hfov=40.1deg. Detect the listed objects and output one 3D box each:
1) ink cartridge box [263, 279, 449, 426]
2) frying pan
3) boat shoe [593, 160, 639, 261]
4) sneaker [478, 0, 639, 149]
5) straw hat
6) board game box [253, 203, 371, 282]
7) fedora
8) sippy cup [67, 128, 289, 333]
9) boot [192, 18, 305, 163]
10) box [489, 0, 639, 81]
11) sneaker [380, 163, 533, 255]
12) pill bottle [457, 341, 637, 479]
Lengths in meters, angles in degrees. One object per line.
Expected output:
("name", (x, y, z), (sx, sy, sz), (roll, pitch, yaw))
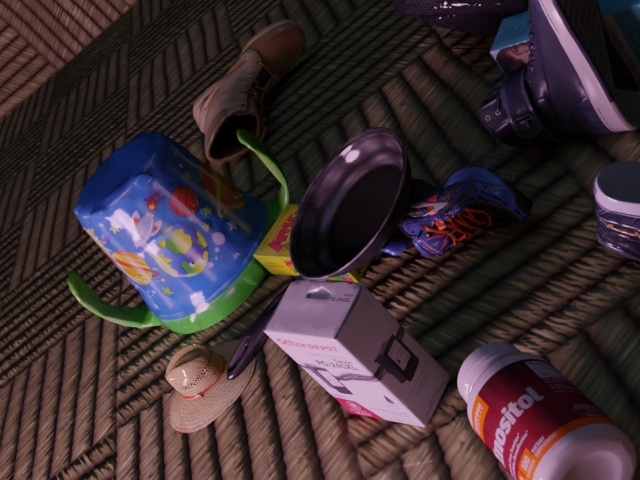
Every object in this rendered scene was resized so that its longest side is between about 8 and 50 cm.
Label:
("ink cartridge box", (0.034, 0.108, 0.843), (0.109, 0.150, 0.063), (-1, 50, 50))
("frying pan", (0.015, 0.018, 0.991), (0.197, 0.053, 0.326), (-7, 58, 55))
("boat shoe", (0.326, -0.016, 0.745), (0.183, 0.083, 0.065), (14, 59, 25))
("sneaker", (0.223, -0.199, 0.937), (0.163, 0.226, 0.086), (-11, 24, 48))
("straw hat", (-0.155, 0.163, 1.094), (0.144, 0.061, 0.144), (-30, 33, 22))
("board game box", (0.000, 0.000, 1.127), (0.181, 0.043, 0.092), (3, 54, 52))
("fedora", (0.207, -0.367, 1.191), (0.334, 0.334, 0.152), (16, 98, 56))
("sippy cup", (-0.210, -0.025, 1.232), (0.240, 0.224, 0.305), (3, 54, 52))
("boot", (-0.115, -0.262, 1.540), (0.262, 0.095, 0.203), (-40, 30, 10))
("box", (0.319, -0.225, 0.967), (0.244, 0.100, 0.060), (-10, 45, 44))
("sneaker", (0.142, -0.022, 0.965), (0.221, 0.083, 0.087), (-10, 52, 56))
("pill bottle", (0.171, 0.145, 0.698), (0.086, 0.086, 0.152), (-43, 29, 2))
